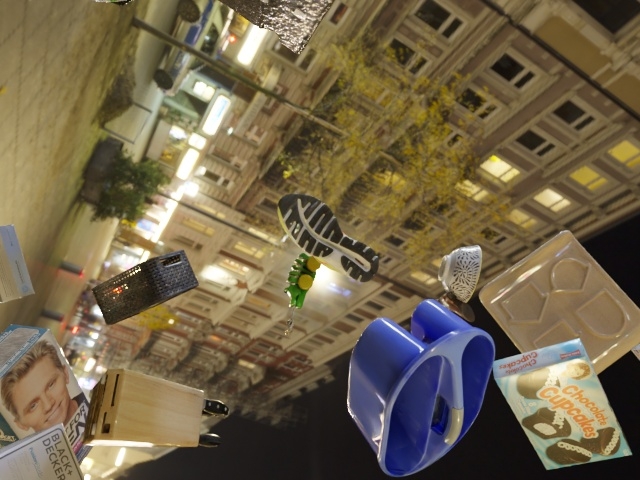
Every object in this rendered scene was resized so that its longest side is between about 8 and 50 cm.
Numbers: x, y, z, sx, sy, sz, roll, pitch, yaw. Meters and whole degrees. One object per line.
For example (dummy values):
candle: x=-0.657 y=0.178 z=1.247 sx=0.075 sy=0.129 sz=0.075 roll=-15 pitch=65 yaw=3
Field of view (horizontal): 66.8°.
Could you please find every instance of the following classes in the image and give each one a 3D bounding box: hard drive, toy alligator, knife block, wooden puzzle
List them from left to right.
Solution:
knife block: x=-0.233 y=0.275 z=0.760 sx=0.276 sy=0.242 sz=0.088 roll=-39 pitch=-135 yaw=52
hard drive: x=-0.083 y=-0.496 z=0.898 sx=0.064 sy=0.237 sz=0.339 roll=-62 pitch=-167 yaw=-8
toy alligator: x=-0.045 y=0.087 z=0.933 sx=0.056 sy=0.051 sz=0.189 roll=120 pitch=-5 yaw=-68
wooden puzzle: x=0.653 y=0.196 z=1.317 sx=0.322 sy=0.347 sz=0.080 roll=-34 pitch=168 yaw=-5

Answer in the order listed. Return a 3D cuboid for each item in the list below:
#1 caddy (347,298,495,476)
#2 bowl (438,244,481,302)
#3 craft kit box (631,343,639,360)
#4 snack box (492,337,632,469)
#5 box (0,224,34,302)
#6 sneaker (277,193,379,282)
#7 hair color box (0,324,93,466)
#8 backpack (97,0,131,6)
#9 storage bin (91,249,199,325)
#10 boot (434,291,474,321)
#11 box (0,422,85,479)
caddy: x=0.188 y=0.277 z=0.878 sx=0.179 sy=0.241 sz=0.341 roll=41 pitch=-40 yaw=47
bowl: x=0.378 y=0.085 z=1.349 sx=0.170 sy=0.080 sz=0.170 roll=15 pitch=90 yaw=-88
craft kit box: x=0.807 y=0.174 z=0.987 sx=0.247 sy=0.061 sz=0.250 roll=-37 pitch=165 yaw=-2
snack box: x=0.531 y=0.368 z=1.066 sx=0.187 sy=0.322 sz=0.060 roll=-24 pitch=-157 yaw=24
box: x=-0.677 y=0.060 z=0.971 sx=0.186 sy=0.145 sz=0.038 roll=-13 pitch=-176 yaw=18
sneaker: x=0.000 y=0.000 z=0.825 sx=0.081 sy=0.208 sz=0.094 roll=-53 pitch=-157 yaw=-13
hair color box: x=-0.614 y=0.369 z=1.046 sx=0.174 sy=0.105 sz=0.347 roll=-69 pitch=157 yaw=-53
backpack: x=-0.255 y=-0.408 z=0.510 sx=0.276 sy=0.263 sz=0.213 roll=-55 pitch=-161 yaw=-14
storage bin: x=-0.355 y=0.096 z=0.987 sx=0.180 sy=0.084 sz=0.122 roll=-26 pitch=179 yaw=24
boot: x=0.359 y=0.196 z=1.344 sx=0.037 sy=0.106 sz=0.114 roll=-39 pitch=173 yaw=-29
box: x=-0.468 y=0.392 z=0.651 sx=0.087 sy=0.169 sz=0.290 roll=-27 pitch=174 yaw=25
